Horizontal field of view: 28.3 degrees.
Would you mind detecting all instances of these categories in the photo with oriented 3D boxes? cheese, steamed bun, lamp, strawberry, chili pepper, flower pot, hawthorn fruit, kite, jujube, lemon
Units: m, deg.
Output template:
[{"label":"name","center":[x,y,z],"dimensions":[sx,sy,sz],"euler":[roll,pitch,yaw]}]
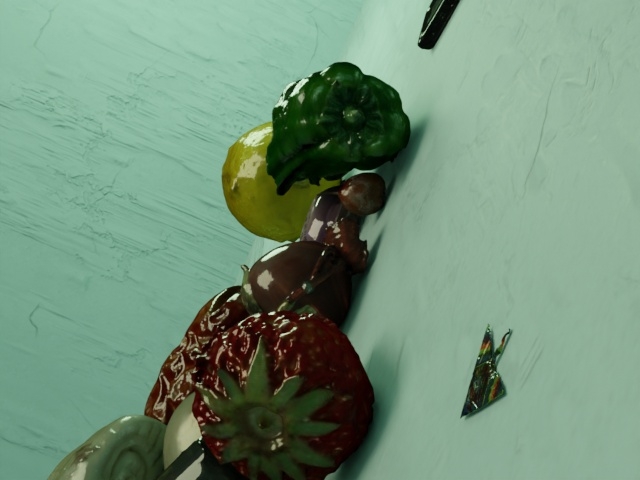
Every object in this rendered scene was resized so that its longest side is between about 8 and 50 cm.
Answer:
[{"label":"cheese","center":[0.000,0.000,2.108],"dimensions":[0.286,0.074,0.189],"euler":[120,171,-64]},{"label":"steamed bun","center":[-0.265,0.399,1.688],"dimensions":[0.219,0.324,0.310],"euler":[-6,72,34]},{"label":"lamp","center":[-0.018,0.073,1.817],"dimensions":[0.223,0.151,0.215],"euler":[-24,-1,-20]},{"label":"strawberry","center":[-0.029,0.162,1.426],"dimensions":[0.205,0.205,0.244],"euler":[-64,-6,21]},{"label":"chili pepper","center":[0.017,-0.176,1.957],"dimensions":[0.385,0.213,0.168],"euler":[145,115,-80]},{"label":"flower pot","center":[-0.119,0.295,1.423],"dimensions":[0.107,0.157,0.157],"euler":[-50,9,4]},{"label":"hawthorn fruit","center":[0.046,-0.072,1.888],"dimensions":[0.067,0.103,0.067],"euler":[7,-90,-88]},{"label":"kite","center":[0.137,0.112,1.048],"dimensions":[0.122,0.004,0.090],"euler":[-92,26,-73]},{"label":"jujube","center":[-0.152,0.230,1.943],"dimensions":[0.216,0.216,0.342],"euler":[-90,22,-72]},{"label":"lemon","center":[-0.075,-0.113,2.409],"dimensions":[0.288,0.233,0.234],"euler":[-9,57,68]}]

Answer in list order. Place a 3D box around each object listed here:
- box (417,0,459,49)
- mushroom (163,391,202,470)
[{"label":"box","center":[0.198,-0.386,2.058],"dimensions":[0.125,0.027,0.126],"euler":[-75,11,-50]},{"label":"mushroom","center":[-0.098,0.275,1.589],"dimensions":[0.209,0.206,0.206],"euler":[83,-158,-57]}]
